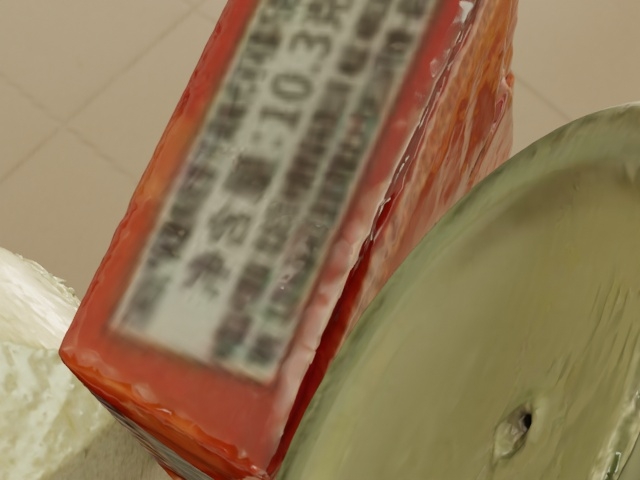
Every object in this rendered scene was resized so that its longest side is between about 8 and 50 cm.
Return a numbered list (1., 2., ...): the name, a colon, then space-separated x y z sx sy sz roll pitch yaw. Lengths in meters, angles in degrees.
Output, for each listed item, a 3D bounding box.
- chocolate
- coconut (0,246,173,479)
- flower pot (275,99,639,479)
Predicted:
1. chocolate: 0.000 0.000 0.663 0.108 0.235 0.237 22 75 12
2. coconut: -0.180 0.134 0.774 0.247 0.245 0.245 37 46 27
3. flower pot: 0.131 0.103 0.450 0.244 0.307 0.307 33 48 -20
